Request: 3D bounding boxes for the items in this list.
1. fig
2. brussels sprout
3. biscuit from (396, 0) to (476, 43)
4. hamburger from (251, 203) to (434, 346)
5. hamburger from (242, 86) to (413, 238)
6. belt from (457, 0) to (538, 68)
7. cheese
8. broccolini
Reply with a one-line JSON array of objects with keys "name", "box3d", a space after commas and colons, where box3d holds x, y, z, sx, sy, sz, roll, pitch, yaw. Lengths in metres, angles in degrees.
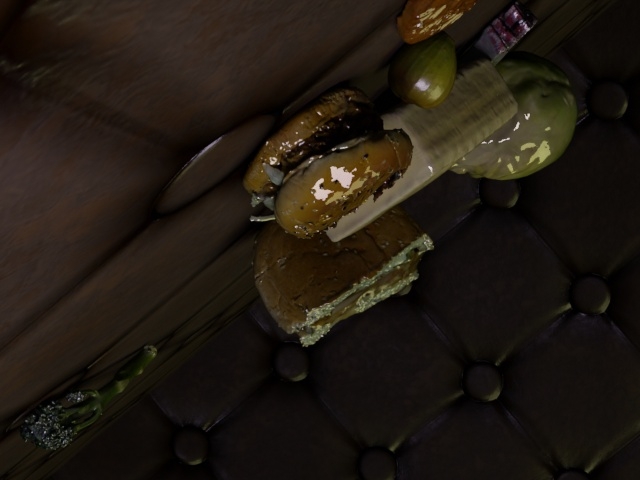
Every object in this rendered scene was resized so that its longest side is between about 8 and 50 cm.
[{"name": "fig", "box3d": [0.116, -0.190, 0.877, 0.088, 0.074, 0.074, -59, 173, 9]}, {"name": "brussels sprout", "box3d": [0.370, -0.246, 1.605, 0.274, 0.242, 0.317, -10, -166, 43]}, {"name": "biscuit", "box3d": [0.147, -0.252, 0.755, 0.188, 0.027, 0.188, -40, 177, -2]}, {"name": "hamburger", "box3d": [0.022, 0.015, 1.274, 0.309, 0.211, 0.132, -31, 150, -26]}, {"name": "hamburger", "box3d": [0.005, -0.070, 0.852, 0.185, 0.113, 0.177, -41, 177, 5]}, {"name": "belt", "box3d": [0.236, -0.271, 1.229, 0.071, 0.053, 0.232, -31, 172, -39]}, {"name": "cheese", "box3d": [0.127, -0.135, 1.165, 0.243, 0.123, 0.265, -29, -175, 46]}, {"name": "broccolini", "box3d": [-0.381, 0.246, 1.387, 0.074, 0.079, 0.392, -52, 180, 19]}]
